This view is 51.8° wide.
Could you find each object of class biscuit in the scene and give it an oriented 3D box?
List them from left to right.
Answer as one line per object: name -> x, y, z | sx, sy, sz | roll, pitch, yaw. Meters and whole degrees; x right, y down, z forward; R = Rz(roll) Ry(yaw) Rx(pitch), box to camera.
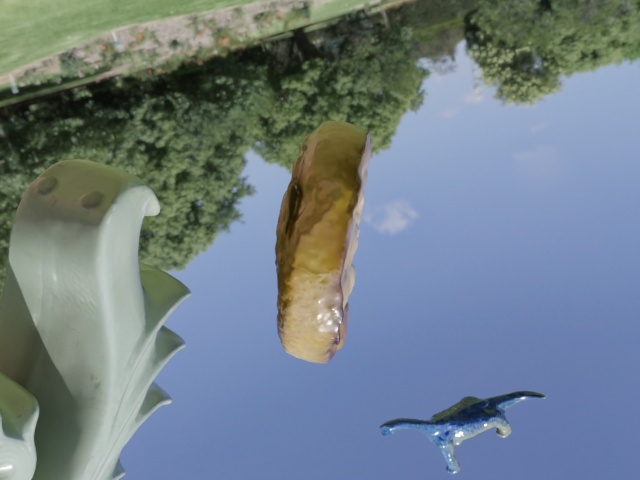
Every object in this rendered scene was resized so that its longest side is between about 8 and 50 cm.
biscuit -> 0.000, 0.000, 0.807 | 0.101, 0.297, 0.296 | 10, -160, 4

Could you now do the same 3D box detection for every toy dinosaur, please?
toy dinosaur -> 0.224, 0.266, 1.023 | 0.247, 0.188, 0.075 | -31, -137, 2

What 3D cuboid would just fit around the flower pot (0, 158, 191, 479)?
flower pot -> -0.252, 0.127, 0.596 | 0.164, 0.254, 0.368 | 17, -124, 22
